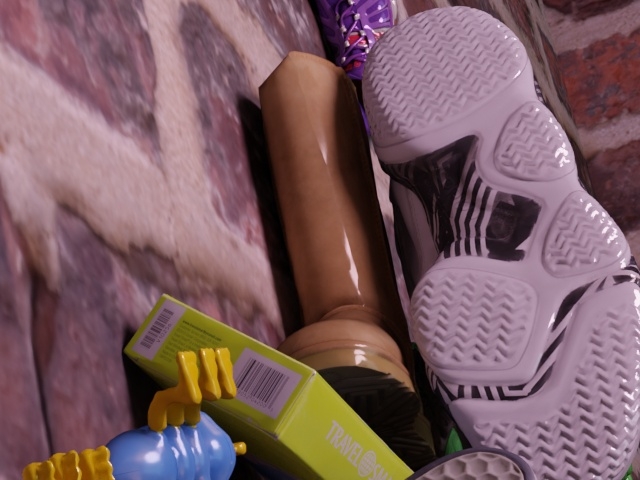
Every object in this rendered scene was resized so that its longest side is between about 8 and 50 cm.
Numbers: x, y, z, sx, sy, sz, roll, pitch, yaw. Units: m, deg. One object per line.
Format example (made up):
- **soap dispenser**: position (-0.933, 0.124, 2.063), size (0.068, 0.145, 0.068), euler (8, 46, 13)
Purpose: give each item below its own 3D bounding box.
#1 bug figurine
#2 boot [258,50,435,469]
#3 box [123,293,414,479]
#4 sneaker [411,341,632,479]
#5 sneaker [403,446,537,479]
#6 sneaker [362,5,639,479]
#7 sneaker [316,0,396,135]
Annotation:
- **bug figurine**: position (-0.067, 0.183, 0.628), size (0.216, 0.072, 0.279), euler (12, 66, -65)
- **boot**: position (0.000, 0.000, 1.040), size (0.236, 0.089, 0.270), euler (67, 12, -67)
- **box**: position (-0.014, 0.101, 0.838), size (0.042, 0.109, 0.178), euler (-56, 143, -13)
- **sneaker**: position (0.161, 0.153, 1.289), size (0.343, 0.146, 0.134), euler (41, 34, -60)
- **sneaker**: position (0.057, 0.227, 0.829), size (0.226, 0.086, 0.163), euler (-55, 140, -15)
- **sneaker**: position (0.126, 0.036, 1.055), size (0.210, 0.137, 0.366), euler (69, 5, -53)
- **sneaker**: position (0.035, -0.168, 1.369), size (0.170, 0.068, 0.071), euler (68, 22, -16)
